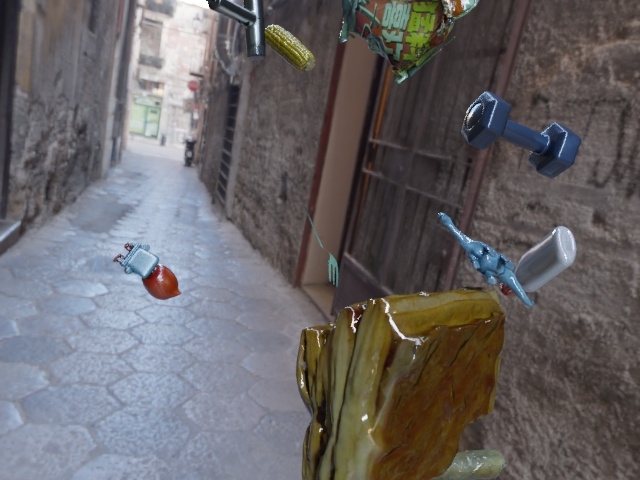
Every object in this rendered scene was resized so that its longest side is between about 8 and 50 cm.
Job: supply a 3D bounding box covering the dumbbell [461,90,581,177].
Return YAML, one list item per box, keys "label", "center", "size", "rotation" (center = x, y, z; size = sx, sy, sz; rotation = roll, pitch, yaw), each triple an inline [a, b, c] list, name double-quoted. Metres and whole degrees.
- label: "dumbbell"
  center: [0.571, -0.299, 1.500]
  size: [0.324, 0.144, 0.160]
  rotation: [18, 29, -14]

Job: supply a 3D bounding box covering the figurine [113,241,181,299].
- label: "figurine"
  center: [-0.332, 0.062, 1.031]
  size: [0.140, 0.068, 0.075]
  rotation: [45, -24, -22]

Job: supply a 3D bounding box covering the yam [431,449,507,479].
- label: "yam"
  center: [0.295, 0.577, 1.341]
  size: [0.371, 0.083, 0.083]
  rotation: [3, 12, -12]

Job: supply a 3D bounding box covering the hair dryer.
- label: "hair dryer"
  center: [-0.221, -0.728, 1.530]
  size: [0.155, 0.320, 0.284]
  rotation: [-2, -4, 9]

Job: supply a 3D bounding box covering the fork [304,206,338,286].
- label: "fork"
  center: [0.002, -0.001, 1.130]
  size: [0.039, 0.021, 0.235]
  rotation: [45, 19, -47]

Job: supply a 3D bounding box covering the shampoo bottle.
- label: "shampoo bottle"
  center: [0.490, 0.063, 1.201]
  size: [0.051, 0.221, 0.108]
  rotation: [20, 53, -9]

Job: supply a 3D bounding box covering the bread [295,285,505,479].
- label: "bread"
  center: [0.096, 0.234, 0.732]
  size: [0.191, 0.370, 0.314]
  rotation: [16, 10, 43]

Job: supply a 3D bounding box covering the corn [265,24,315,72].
- label: "corn"
  center: [-0.102, -0.615, 1.676]
  size: [0.238, 0.080, 0.080]
  rotation: [45, 26, 26]

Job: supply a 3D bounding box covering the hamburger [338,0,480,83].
- label: "hamburger"
  center: [0.185, -0.507, 1.139]
  size: [0.276, 0.260, 0.150]
  rotation: [42, 36, 16]

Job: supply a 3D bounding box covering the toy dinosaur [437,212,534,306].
- label: "toy dinosaur"
  center: [0.236, 0.031, 0.730]
  size: [0.197, 0.045, 0.080]
  rotation: [42, 15, -9]
